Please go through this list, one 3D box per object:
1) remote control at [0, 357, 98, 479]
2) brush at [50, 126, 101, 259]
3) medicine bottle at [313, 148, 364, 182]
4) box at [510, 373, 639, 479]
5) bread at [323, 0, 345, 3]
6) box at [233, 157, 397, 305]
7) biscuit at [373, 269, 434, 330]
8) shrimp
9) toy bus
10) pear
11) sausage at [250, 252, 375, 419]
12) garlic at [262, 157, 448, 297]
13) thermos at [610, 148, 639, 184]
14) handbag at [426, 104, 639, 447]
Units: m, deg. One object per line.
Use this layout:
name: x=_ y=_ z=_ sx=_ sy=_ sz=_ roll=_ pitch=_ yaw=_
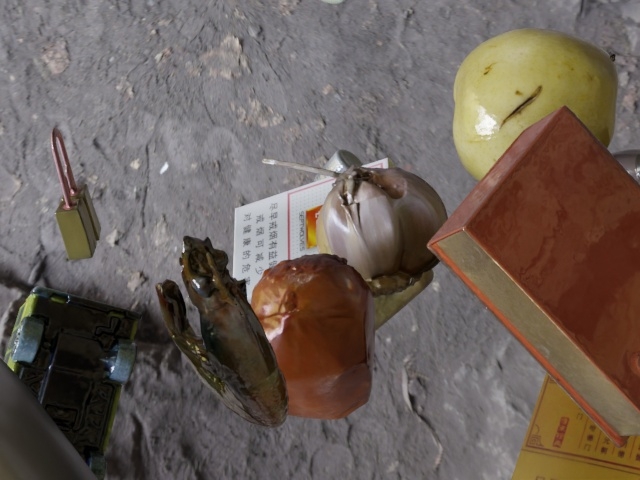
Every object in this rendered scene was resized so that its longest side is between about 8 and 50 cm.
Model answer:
remote control: x=-0.223 y=0.190 z=0.555 sx=0.103 sy=0.221 sz=0.332 roll=-36 pitch=103 yaw=-24
brush: x=-0.442 y=-0.088 z=1.314 sx=0.047 sy=0.103 sz=0.233 roll=-8 pitch=123 yaw=-2
medicine bottle: x=0.031 y=-0.128 z=1.628 sx=0.080 sy=0.080 sz=0.130 roll=31 pitch=123 yaw=-16
box: x=0.415 y=0.261 z=0.988 sx=0.116 sy=0.264 sz=0.415 roll=39 pitch=65 yaw=-29
bread: x=0.042 y=-0.651 z=1.632 sx=0.040 sy=0.267 sz=0.267 roll=-1 pitch=112 yaw=-38
box: x=0.000 y=0.000 z=1.370 sx=0.330 sy=0.210 sz=0.095 roll=-18 pitch=146 yaw=24
biscuit: x=0.128 y=0.108 z=1.764 sx=0.290 sy=0.062 sz=0.237 roll=-37 pitch=133 yaw=-5
shrimp: x=-0.093 y=0.074 z=0.619 sx=0.052 sy=0.143 sz=0.251 roll=-42 pitch=146 yaw=-33
toy bus: x=-0.296 y=0.198 z=0.812 sx=0.128 sy=0.150 sz=0.262 roll=19 pitch=68 yaw=-25
pear: x=0.388 y=-0.235 z=1.371 sx=0.309 sy=0.309 sz=0.309 roll=-2 pitch=109 yaw=-7
sausage: x=-0.006 y=0.124 z=0.894 sx=0.141 sy=0.153 sz=0.268 roll=3 pitch=148 yaw=5
garlic: x=0.034 y=-0.009 z=1.001 sx=0.256 sy=0.207 sz=0.207 roll=18 pitch=106 yaw=-26
thermos: x=0.571 y=-0.113 z=1.359 sx=0.137 sy=0.193 sz=0.105 roll=17 pitch=71 yaw=-23
handbag: x=0.176 y=0.025 z=0.482 sx=0.190 sy=0.063 sz=0.127 roll=45 pitch=64 yaw=-4
